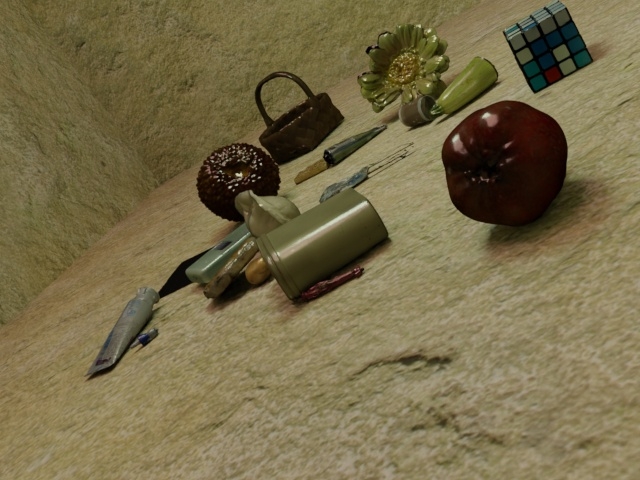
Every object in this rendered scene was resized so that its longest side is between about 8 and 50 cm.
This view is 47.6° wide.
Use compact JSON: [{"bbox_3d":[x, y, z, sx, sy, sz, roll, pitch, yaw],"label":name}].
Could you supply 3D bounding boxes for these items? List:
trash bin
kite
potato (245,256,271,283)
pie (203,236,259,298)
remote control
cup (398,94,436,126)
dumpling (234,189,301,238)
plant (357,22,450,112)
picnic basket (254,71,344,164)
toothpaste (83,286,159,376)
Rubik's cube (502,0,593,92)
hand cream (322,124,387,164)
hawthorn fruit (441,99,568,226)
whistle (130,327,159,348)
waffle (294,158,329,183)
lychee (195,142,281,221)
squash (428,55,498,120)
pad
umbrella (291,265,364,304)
[{"bbox_3d":[0.000,0.000,1.550,0.248,0.121,0.243,-31,17,-4],"label":"trash bin"},{"bbox_3d":[0.123,-0.192,2.016,0.310,0.015,0.169,-31,16,12],"label":"kite"},{"bbox_3d":[-0.144,0.067,1.717,0.083,0.062,0.068,116,163,-51],"label":"potato"},{"bbox_3d":[-0.220,0.071,1.800,0.195,0.046,0.195,-47,5,6],"label":"pie"},{"bbox_3d":[-0.238,0.016,2.022,0.296,0.056,0.140,-40,20,-26],"label":"remote control"},{"bbox_3d":[0.292,-0.384,2.126,0.102,0.074,0.099,-45,20,-32],"label":"cup"},{"bbox_3d":[-0.141,-0.062,1.857,0.131,0.179,0.252,-58,21,-9],"label":"dumpling"},{"bbox_3d":[0.281,-0.576,2.359,0.306,0.261,0.297,-7,30,34],"label":"plant"},{"bbox_3d":[-0.121,-0.506,2.816,0.293,0.337,0.337,-16,24,45],"label":"picnic basket"},{"bbox_3d":[-0.524,0.244,1.941,0.114,0.073,0.299,-22,28,33],"label":"toothpaste"},{"bbox_3d":[0.552,-0.477,1.777,0.154,0.151,0.155,-27,17,18],"label":"Rubik's cube"},{"bbox_3d":[0.107,-0.312,2.335,0.235,0.055,0.086,-32,18,-19],"label":"hand cream"},{"bbox_3d":[0.323,-0.135,1.203,0.208,0.207,0.248,-16,5,45],"label":"hawthorn fruit"},{"bbox_3d":[-0.445,0.248,1.835,0.083,0.029,0.033,-34,-21,-18],"label":"whistle"},{"bbox_3d":[-0.021,-0.233,2.386,0.135,0.021,0.092,-23,21,29],"label":"waffle"},{"bbox_3d":[-0.259,-0.178,2.303,0.268,0.267,0.267,-31,17,11],"label":"lychee"},{"bbox_3d":[0.387,-0.412,2.032,0.224,0.094,0.094,-42,18,-6],"label":"squash"},{"bbox_3d":[-0.334,0.061,2.183,0.368,0.007,0.247,-25,19,26],"label":"pad"},{"bbox_3d":[0.013,0.089,1.433,0.165,0.025,0.027,-27,-4,16],"label":"umbrella"}]
